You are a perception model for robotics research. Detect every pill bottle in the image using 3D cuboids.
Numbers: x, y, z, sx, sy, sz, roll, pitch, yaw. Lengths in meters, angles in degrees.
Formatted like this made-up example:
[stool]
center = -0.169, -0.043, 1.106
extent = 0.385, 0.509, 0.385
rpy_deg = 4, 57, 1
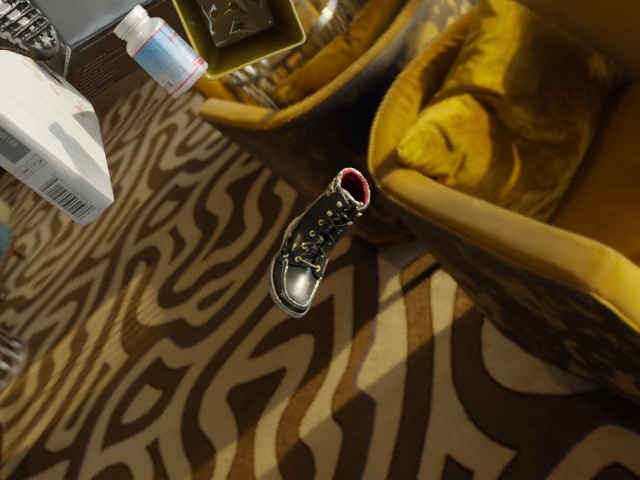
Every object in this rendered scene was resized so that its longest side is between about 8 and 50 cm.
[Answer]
[pill bottle]
center = -0.285, -0.337, 1.430
extent = 0.087, 0.160, 0.087
rpy_deg = -40, 19, 17

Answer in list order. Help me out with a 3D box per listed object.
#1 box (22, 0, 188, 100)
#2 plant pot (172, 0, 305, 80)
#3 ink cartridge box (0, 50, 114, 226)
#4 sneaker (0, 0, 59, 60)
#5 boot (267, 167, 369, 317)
[box]
center = -0.492, -0.584, 1.870
extent = 0.480, 0.297, 0.472
rpy_deg = -39, 7, -22
[plant pot]
center = -0.172, -0.470, 1.625
extent = 0.212, 0.212, 0.187
rpy_deg = -22, 20, 1
[ink cartridge box]
center = -0.553, -0.242, 1.540
extent = 0.091, 0.308, 0.385
rpy_deg = -38, 43, 9
[sneaker]
center = -0.481, -0.308, 1.162
extent = 0.078, 0.234, 0.106
rpy_deg = -60, -4, -42
[boot]
center = -0.001, -0.002, 1.333
extent = 0.178, 0.085, 0.236
rpy_deg = -47, 20, 37
